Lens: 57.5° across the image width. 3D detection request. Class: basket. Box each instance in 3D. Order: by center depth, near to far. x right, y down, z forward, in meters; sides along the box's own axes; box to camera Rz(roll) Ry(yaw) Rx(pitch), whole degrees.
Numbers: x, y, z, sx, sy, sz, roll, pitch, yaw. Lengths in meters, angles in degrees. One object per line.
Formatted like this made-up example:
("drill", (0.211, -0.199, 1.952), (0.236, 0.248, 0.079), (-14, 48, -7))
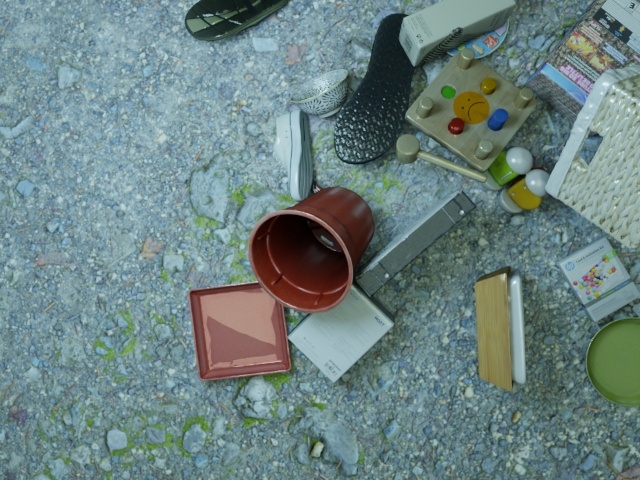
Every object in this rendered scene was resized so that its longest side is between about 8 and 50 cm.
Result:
("basket", (0.765, -0.205, 1.342), (0.332, 0.328, 0.266), (-18, 49, -27))

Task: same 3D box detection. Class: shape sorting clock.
("shape sorting clock", (0.405, -0.592, 1.579), (0.207, 0.040, 0.206), (0, 91, 2))

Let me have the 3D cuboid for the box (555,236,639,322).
("box", (0.751, 0.105, 1.579), (0.145, 0.038, 0.186), (-31, 89, 3))

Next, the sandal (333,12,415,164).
("sandal", (0.168, -0.393, 1.576), (0.168, 0.107, 0.445), (22, 80, 3))

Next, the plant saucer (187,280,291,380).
("plant saucer", (-0.222, 0.246, 1.626), (0.259, 0.048, 0.258), (-7, 91, 2))

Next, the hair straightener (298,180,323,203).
("hair straightener", (0.012, -0.087, 1.606), (0.230, 0.047, 0.089), (37, 92, 2))

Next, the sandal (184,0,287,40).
("sandal", (-0.220, -0.617, 1.593), (0.303, 0.086, 0.120), (-26, 84, -12))

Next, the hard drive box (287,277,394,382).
("hard drive box", (0.058, 0.235, 1.579), (0.181, 0.089, 0.232), (45, 100, 1))

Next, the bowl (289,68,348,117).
("bowl", (0.010, -0.381, 1.562), (0.170, 0.170, 0.080), (-26, 118, 3))

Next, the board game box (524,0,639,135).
("board game box", (0.730, -0.462, 1.515), (0.232, 0.141, 0.291), (40, 93, 1))

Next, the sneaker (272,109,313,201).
("sneaker", (-0.079, -0.226, 1.584), (0.091, 0.094, 0.257), (-8, 74, 25))

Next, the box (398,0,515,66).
("box", (0.346, -0.561, 1.497), (0.275, 0.113, 0.094), (-25, 81, -2))

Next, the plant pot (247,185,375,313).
("plant pot", (0.000, 0.000, 1.471), (0.273, 0.265, 0.272), (11, 119, 21))

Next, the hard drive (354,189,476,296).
("hard drive", (0.231, 0.004, 1.504), (0.339, 0.237, 0.064), (-42, 89, 4))

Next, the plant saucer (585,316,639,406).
("plant saucer", (0.835, 0.325, 1.580), (0.241, 0.037, 0.240), (0, 91, 4))

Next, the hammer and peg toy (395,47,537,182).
("hammer and peg toy", (0.361, -0.292, 1.497), (0.266, 0.127, 0.361), (37, 77, 8))

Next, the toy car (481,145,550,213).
("toy car", (0.529, -0.173, 1.544), (0.182, 0.159, 0.136), (49, 58, 1))

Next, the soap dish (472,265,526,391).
("soap dish", (0.466, 0.218, 1.512), (0.118, 0.229, 0.290), (-2, 91, 20))
